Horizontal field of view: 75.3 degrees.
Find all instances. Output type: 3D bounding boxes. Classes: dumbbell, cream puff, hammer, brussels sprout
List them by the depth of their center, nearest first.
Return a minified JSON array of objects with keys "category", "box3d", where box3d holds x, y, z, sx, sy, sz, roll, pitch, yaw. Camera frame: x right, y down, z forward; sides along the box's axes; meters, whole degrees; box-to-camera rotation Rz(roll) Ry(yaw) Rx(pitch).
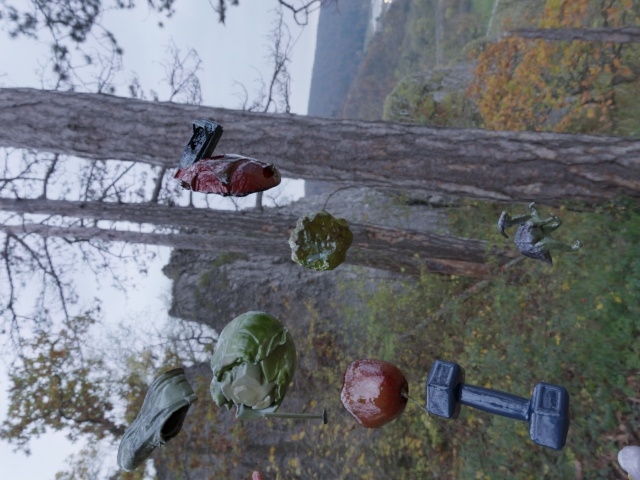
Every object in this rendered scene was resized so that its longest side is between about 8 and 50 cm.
[{"category":"dumbbell","box3d":[0.432,0.400,1.030,0.160,0.324,0.144,39,-118,-53]},{"category":"hammer","box3d":[-0.077,0.540,1.285,0.013,0.198,0.062,-82,-8,-67]},{"category":"brussels sprout","box3d":[-0.270,0.491,1.738,0.361,0.342,0.425,-72,5,-59]},{"category":"cream puff","box3d":[-0.001,0.002,1.779,0.185,0.281,0.282,-108,20,-85]}]

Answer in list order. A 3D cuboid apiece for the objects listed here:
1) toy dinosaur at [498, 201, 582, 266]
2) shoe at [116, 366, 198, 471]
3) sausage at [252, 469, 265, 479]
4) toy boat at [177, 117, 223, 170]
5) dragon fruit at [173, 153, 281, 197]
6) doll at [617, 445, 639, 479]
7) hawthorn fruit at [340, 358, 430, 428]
[{"category":"toy dinosaur","box3d":[0.734,-0.022,1.401,0.162,0.294,0.077,-44,7,29]},{"category":"shoe","box3d":[-0.371,0.426,0.949,0.275,0.098,0.103,-60,-26,13]},{"category":"sausage","box3d":[-0.174,0.735,1.230,0.129,0.034,0.034,-137,44,-57]},{"category":"toy boat","box3d":[-0.432,-0.318,1.452,0.246,0.093,0.103,-61,-26,-2]},{"category":"dragon fruit","box3d":[-0.262,-0.205,1.277,0.282,0.343,0.100,40,131,53]},{"category":"doll","box3d":[0.832,0.683,1.089,0.365,0.160,0.094,-40,-8,-33]},{"category":"hawthorn fruit","box3d":[0.149,0.354,0.975,0.203,0.162,0.163,-24,53,40]}]
